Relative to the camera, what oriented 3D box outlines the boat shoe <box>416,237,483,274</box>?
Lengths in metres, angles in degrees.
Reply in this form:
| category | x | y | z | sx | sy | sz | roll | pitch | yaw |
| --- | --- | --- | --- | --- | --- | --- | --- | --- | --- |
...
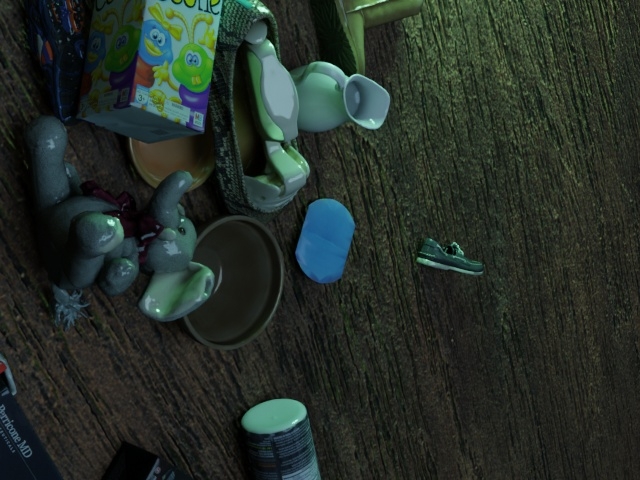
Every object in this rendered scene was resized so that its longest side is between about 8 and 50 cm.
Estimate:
| category | x | y | z | sx | sy | sz | roll | pitch | yaw |
| --- | --- | --- | --- | --- | --- | --- | --- | --- | --- |
| boat shoe | 0.304 | 0.037 | 2.314 | 0.206 | 0.075 | 0.065 | 11 | 93 | -41 |

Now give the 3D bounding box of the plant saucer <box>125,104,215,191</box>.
| category | x | y | z | sx | sy | sz | roll | pitch | yaw |
| --- | --- | --- | --- | --- | --- | --- | --- | --- | --- |
| plant saucer | -0.254 | -0.181 | 1.744 | 0.200 | 0.037 | 0.200 | -10 | 104 | -43 |

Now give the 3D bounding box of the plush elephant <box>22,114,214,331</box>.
| category | x | y | z | sx | sy | sz | roll | pitch | yaw |
| --- | --- | --- | --- | --- | --- | --- | --- | --- | --- |
| plush elephant | -0.295 | -0.013 | 1.582 | 0.255 | 0.272 | 0.330 | -16 | 137 | -29 |

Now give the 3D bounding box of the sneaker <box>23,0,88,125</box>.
| category | x | y | z | sx | sy | sz | roll | pitch | yaw |
| --- | --- | --- | --- | --- | --- | --- | --- | --- | --- |
| sneaker | -0.397 | -0.284 | 1.546 | 0.083 | 0.087 | 0.221 | -17 | 105 | -48 |

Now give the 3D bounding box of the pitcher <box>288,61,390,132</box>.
| category | x | y | z | sx | sy | sz | roll | pitch | yaw |
| --- | --- | --- | --- | --- | --- | --- | --- | --- | --- |
| pitcher | -0.003 | -0.273 | 1.857 | 0.177 | 0.207 | 0.126 | 39 | 70 | -41 |

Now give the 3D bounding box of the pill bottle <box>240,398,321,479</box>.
| category | x | y | z | sx | sy | sz | roll | pitch | yaw |
| --- | --- | --- | --- | --- | --- | --- | --- | --- | --- |
| pill bottle | -0.069 | 0.443 | 1.971 | 0.130 | 0.130 | 0.246 | -27 | 115 | -39 |

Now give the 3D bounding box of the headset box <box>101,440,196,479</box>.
| category | x | y | z | sx | sy | sz | roll | pitch | yaw |
| --- | --- | --- | --- | --- | --- | --- | --- | --- | --- |
| headset box | -0.275 | 0.521 | 1.792 | 0.293 | 0.110 | 0.218 | 46 | 65 | -39 |

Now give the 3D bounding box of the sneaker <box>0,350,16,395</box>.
| category | x | y | z | sx | sy | sz | roll | pitch | yaw |
| --- | --- | --- | --- | --- | --- | --- | --- | --- | --- |
| sneaker | -0.501 | 0.169 | 1.530 | 0.057 | 0.075 | 0.161 | -36 | 121 | -35 |

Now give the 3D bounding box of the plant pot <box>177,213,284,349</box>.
| category | x | y | z | sx | sy | sz | roll | pitch | yaw |
| --- | --- | --- | --- | --- | --- | --- | --- | --- | --- |
| plant pot | -0.186 | 0.068 | 1.803 | 0.237 | 0.109 | 0.238 | -9 | 103 | -45 |

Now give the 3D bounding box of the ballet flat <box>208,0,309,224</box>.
| category | x | y | z | sx | sy | sz | roll | pitch | yaw |
| --- | --- | --- | --- | --- | --- | --- | --- | --- | --- |
| ballet flat | -0.101 | -0.187 | 1.721 | 0.164 | 0.182 | 0.483 | -34 | 134 | -29 |

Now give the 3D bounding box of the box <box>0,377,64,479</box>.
| category | x | y | z | sx | sy | sz | roll | pitch | yaw |
| --- | --- | --- | --- | --- | --- | --- | --- | --- | --- |
| box | -0.522 | 0.386 | 1.429 | 0.312 | 0.179 | 0.343 | -31 | 119 | -20 |

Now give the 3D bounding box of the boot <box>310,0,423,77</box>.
| category | x | y | z | sx | sy | sz | roll | pitch | yaw |
| --- | --- | --- | --- | --- | --- | --- | --- | --- | --- |
| boot | 0.114 | -0.436 | 2.032 | 0.269 | 0.089 | 0.236 | -29 | 117 | -40 |

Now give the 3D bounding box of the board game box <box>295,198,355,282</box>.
| category | x | y | z | sx | sy | sz | roll | pitch | yaw |
| --- | --- | --- | --- | --- | --- | --- | --- | --- | --- |
| board game box | 0.000 | 0.000 | 2.035 | 0.133 | 0.033 | 0.169 | 26 | 74 | -39 |

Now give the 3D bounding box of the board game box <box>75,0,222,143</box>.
| category | x | y | z | sx | sy | sz | roll | pitch | yaw |
| --- | --- | --- | --- | --- | --- | --- | --- | --- | --- |
| board game box | -0.253 | -0.304 | 1.533 | 0.142 | 0.144 | 0.275 | 18 | 74 | -44 |
